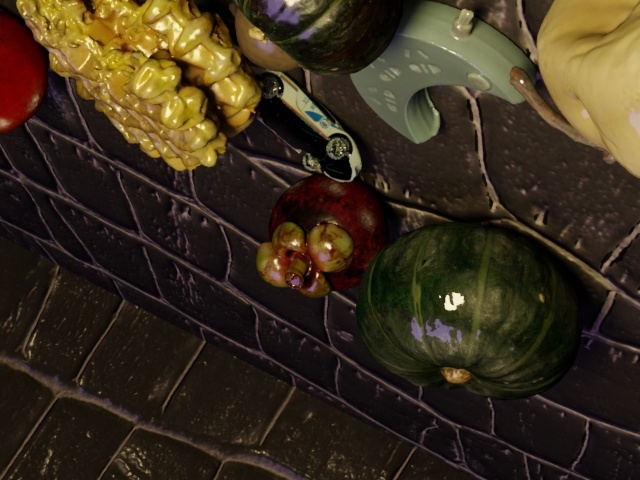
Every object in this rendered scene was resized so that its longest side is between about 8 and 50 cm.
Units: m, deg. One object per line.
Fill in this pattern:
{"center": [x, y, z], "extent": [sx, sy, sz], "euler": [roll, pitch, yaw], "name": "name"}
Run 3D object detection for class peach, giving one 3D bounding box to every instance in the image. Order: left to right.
{"center": [-0.495, -0.250, 1.776], "extent": [0.197, 0.197, 0.197], "euler": [27, 160, 11], "name": "peach"}

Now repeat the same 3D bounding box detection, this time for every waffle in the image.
{"center": [-0.213, -0.220, 1.436], "extent": [0.324, 0.151, 0.261], "euler": [36, 168, 36], "name": "waffle"}

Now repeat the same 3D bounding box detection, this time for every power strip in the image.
{"center": [0.116, -0.183, 1.250], "extent": [0.167, 0.054, 0.253], "euler": [35, 161, -13], "name": "power strip"}

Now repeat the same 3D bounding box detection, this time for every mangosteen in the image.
{"center": [0.000, 0.000, 1.644], "extent": [0.200, 0.200, 0.200], "euler": [27, 160, 11], "name": "mangosteen"}

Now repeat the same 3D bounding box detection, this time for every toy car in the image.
{"center": [-0.027, -0.153, 1.519], "extent": [0.205, 0.056, 0.095], "euler": [40, 159, -13], "name": "toy car"}

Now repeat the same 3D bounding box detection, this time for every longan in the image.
{"center": [-0.051, -0.236, 1.306], "extent": [0.113, 0.092, 0.113], "euler": [30, 179, 1], "name": "longan"}

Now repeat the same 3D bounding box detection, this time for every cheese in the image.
{"center": [0.265, -0.151, 0.893], "extent": [0.117, 0.218, 0.235], "euler": [36, 139, -26], "name": "cheese"}

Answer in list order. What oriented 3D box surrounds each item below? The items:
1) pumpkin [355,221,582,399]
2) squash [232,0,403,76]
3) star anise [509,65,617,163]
{"center": [0.199, 0.092, 1.570], "extent": [0.300, 0.207, 0.300], "euler": [11, 153, 6], "name": "pumpkin"}
{"center": [-0.007, -0.243, 1.118], "extent": [0.193, 0.156, 0.193], "euler": [-23, -90, -87], "name": "squash"}
{"center": [0.292, -0.121, 1.094], "extent": [0.231, 0.089, 0.209], "euler": [-9, 130, 44], "name": "star anise"}
